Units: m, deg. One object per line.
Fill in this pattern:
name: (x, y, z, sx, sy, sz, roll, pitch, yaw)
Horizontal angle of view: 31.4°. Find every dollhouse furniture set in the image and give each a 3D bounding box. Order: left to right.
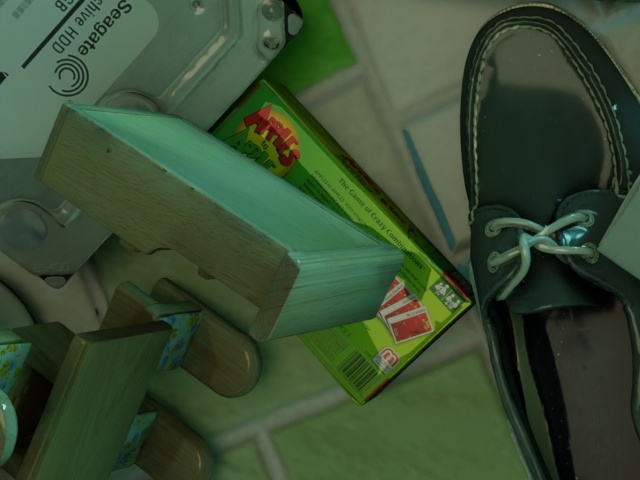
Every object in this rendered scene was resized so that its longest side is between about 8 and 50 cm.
dollhouse furniture set: (-0.092, 0.074, 0.604, 0.161, 0.212, 0.242, 32, 107, 24)

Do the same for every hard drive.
hard drive: (-0.209, -0.158, 0.658, 0.339, 0.064, 0.237, 41, 104, -18)

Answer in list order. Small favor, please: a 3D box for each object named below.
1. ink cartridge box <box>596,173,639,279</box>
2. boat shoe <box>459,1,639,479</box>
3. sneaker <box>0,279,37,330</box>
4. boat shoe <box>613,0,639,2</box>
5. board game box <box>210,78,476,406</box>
ink cartridge box: (0.258, -0.004, 0.560, 0.191, 0.082, 0.139, 36, 64, 14)
boat shoe: (0.139, 0.020, 0.617, 0.116, 0.099, 0.319, -11, 88, 18)
sneaker: (-0.354, 0.221, 0.687, 0.169, 0.257, 0.447, 28, 99, 14)
boat shoe: (0.097, -0.210, 0.629, 0.335, 0.121, 0.119, 14, 73, 17)
board game box: (0.000, 0.000, 0.687, 0.092, 0.043, 0.181, -45, 80, 13)
